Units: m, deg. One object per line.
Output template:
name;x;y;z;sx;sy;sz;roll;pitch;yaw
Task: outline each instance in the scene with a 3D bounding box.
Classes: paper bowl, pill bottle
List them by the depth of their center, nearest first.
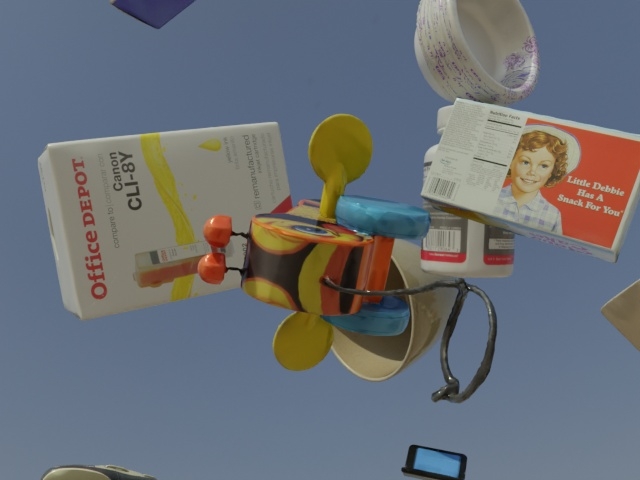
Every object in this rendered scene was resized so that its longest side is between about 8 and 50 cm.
pill bottle;0.285;-0.092;1.200;0.177;0.176;0.318;2;-88;-9
paper bowl;0.303;-0.393;1.270;0.284;0.284;0.148;28;-28;-31

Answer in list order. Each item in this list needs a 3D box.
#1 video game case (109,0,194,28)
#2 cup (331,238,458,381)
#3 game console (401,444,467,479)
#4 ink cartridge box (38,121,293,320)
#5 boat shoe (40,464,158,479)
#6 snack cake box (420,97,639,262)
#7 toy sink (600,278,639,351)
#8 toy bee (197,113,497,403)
video game case;-0.093;-0.367;0.572;0.270;0.244;0.061;-21;-23;35
cup;0.179;0.135;1.440;0.237;0.331;0.331;-7;-37;-36
game console;0.231;0.449;1.263;0.122;0.071;0.107;5;-25;16
ink cartridge box;-0.250;-0.039;1.071;0.385;0.279;0.160;-11;4;-27
boat shoe;-0.206;0.239;0.603;0.137;0.043;0.049;30;-90;-37
snack cake box;0.290;-0.086;0.850;0.265;0.152;0.089;20;-2;27
toy sink;0.665;0.149;1.132;0.131;0.234;0.152;-33;-19;-30
toy bee;0.000;0.000;0.456;0.162;0.195;0.298;11;-10;-6
